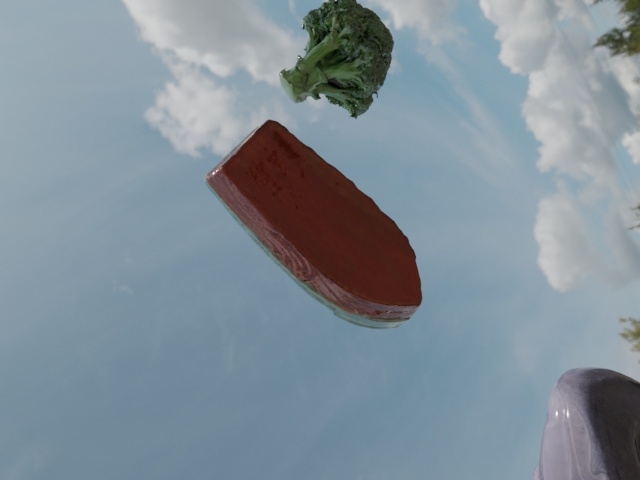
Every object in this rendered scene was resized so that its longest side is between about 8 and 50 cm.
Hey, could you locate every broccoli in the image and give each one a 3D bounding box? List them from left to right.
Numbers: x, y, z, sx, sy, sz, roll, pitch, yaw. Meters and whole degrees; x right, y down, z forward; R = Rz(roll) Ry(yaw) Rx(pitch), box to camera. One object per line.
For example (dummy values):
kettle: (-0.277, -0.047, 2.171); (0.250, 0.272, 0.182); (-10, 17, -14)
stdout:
broccoli: (0.037, -0.391, 1.236); (0.270, 0.270, 0.270); (-35, -82, -16)

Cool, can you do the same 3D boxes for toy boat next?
toy boat: (0.000, 0.000, 0.746); (0.332, 0.133, 0.145); (42, -115, -6)

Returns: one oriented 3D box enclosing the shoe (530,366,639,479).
shoe: (0.171, 0.198, 0.371); (0.095, 0.138, 0.245); (-19, -82, -39)
